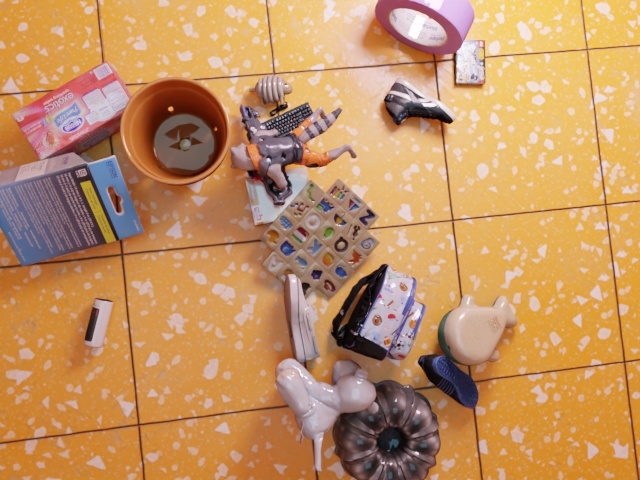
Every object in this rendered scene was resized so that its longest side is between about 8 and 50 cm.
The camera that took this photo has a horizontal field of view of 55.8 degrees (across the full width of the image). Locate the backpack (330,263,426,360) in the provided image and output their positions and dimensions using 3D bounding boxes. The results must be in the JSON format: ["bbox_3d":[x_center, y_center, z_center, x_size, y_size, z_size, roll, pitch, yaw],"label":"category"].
[{"bbox_3d":[0.180,0.207,1.717,0.213,0.276,0.263,22,80,-9],"label":"backpack"}]

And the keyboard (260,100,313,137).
[{"bbox_3d":[-0.109,-0.361,1.821,0.180,0.023,0.108,-26,90,-6],"label":"keyboard"}]

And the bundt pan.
[{"bbox_3d":[0.204,0.582,1.765,0.331,0.124,0.330,0,87,-5],"label":"bundt pan"}]

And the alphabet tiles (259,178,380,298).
[{"bbox_3d":[0.000,0.000,1.779,0.285,0.011,0.342,41,94,-15],"label":"alphabet tiles"}]

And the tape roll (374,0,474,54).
[{"bbox_3d":[0.298,-0.650,1.742,0.275,0.275,0.090,26,85,-4],"label":"tape roll"}]

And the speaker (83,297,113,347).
[{"bbox_3d":[-0.637,0.235,1.734,0.055,0.055,0.136,14,87,-5],"label":"speaker"}]

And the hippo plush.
[{"bbox_3d":[0.023,0.412,1.672,0.237,0.294,0.234,-26,112,-2],"label":"hippo plush"}]

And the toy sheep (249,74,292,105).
[{"bbox_3d":[-0.148,-0.446,1.790,0.132,0.091,0.091,-3,88,5],"label":"toy sheep"}]

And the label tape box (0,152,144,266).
[{"bbox_3d":[-0.694,-0.098,1.659,0.348,0.115,0.249,-17,124,-8],"label":"label tape box"}]

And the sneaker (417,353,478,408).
[{"bbox_3d":[0.384,0.418,1.813,0.232,0.090,0.081,49,63,-23],"label":"sneaker"}]

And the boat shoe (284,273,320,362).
[{"bbox_3d":[-0.049,0.225,1.765,0.088,0.096,0.267,-9,95,-15],"label":"boat shoe"}]

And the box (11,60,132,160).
[{"bbox_3d":[-0.675,-0.351,1.707,0.300,0.142,0.154,-33,91,-5],"label":"box"}]

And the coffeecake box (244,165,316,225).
[{"bbox_3d":[-0.119,-0.130,1.788,0.186,0.068,0.142,-12,90,-6],"label":"coffeecake box"}]

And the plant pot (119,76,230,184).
[{"bbox_3d":[-0.393,-0.288,1.701,0.291,0.203,0.290,0,87,-5],"label":"plant pot"}]

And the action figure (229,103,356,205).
[{"bbox_3d":[-0.111,-0.294,1.702,0.330,0.178,0.341,-24,74,-18],"label":"action figure"}]

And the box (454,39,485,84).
[{"bbox_3d":[0.464,-0.553,1.878,0.094,0.027,0.137,0,88,-4],"label":"box"}]

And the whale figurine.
[{"bbox_3d":[0.466,0.264,1.813,0.272,0.141,0.216,-26,90,-30],"label":"whale figurine"}]

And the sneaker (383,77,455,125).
[{"bbox_3d":[0.291,-0.385,1.837,0.217,0.079,0.121,34,89,5],"label":"sneaker"}]
